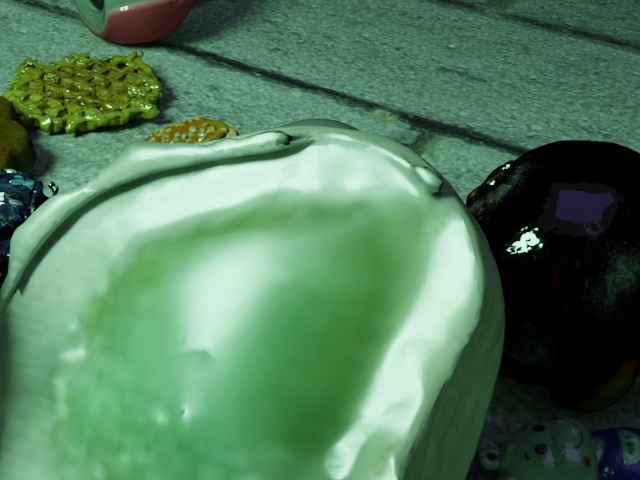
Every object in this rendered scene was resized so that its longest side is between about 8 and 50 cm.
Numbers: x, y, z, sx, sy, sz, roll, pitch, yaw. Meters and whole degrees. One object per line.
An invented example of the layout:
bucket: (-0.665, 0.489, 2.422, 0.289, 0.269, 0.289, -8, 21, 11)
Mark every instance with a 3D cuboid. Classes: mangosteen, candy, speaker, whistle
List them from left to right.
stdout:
speaker: (-0.361, -0.516, 1.538, 0.295, 0.294, 0.294, 4, 34, -3)
candy: (-0.078, 0.106, 0.656, 0.427, 0.385, 0.186, 4, -10, 17)
mangosteen: (0.275, 0.047, 0.881, 0.302, 0.275, 0.275, 49, 41, -3)
whistle: (0.263, 0.210, 0.744, 0.245, 0.092, 0.110, 8, 29, 6)

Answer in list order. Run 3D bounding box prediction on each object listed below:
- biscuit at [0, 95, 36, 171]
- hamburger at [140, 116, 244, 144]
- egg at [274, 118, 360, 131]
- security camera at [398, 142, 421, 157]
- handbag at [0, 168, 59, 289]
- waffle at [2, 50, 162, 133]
biscuit: (-0.577, -0.119, 1.126, 0.359, 0.074, 0.381, -25, 43, -37)
hamburger: (-0.166, -0.048, 0.973, 0.237, 0.147, 0.236, -20, 41, 18)
egg: (-0.015, -0.084, 1.092, 0.199, 0.146, 0.146, -11, 36, -10)
security camera: (0.000, 0.000, 0.969, 0.302, 0.080, 0.157, -29, 37, 9)
handbag: (-0.409, -0.009, 0.922, 0.261, 0.113, 0.161, 3, 54, -5)
waffle: (-0.380, -0.241, 1.357, 0.254, 0.052, 0.245, -8, 38, -18)
